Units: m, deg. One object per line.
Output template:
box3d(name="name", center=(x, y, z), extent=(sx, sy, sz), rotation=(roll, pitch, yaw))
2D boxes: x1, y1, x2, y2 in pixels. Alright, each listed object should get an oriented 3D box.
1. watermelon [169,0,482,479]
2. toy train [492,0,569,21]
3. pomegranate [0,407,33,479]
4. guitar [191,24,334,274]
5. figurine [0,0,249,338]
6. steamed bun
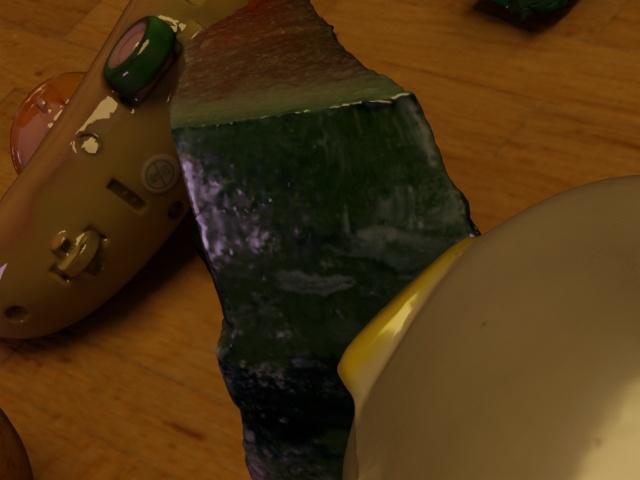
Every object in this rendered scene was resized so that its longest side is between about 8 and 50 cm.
box3d(name="watermelon", center=(-0.012, 0.008, 1.186), extent=(0.151, 0.264, 0.302), rotation=(-20, 28, -9))
box3d(name="toy train", center=(0.161, -0.272, 1.421), extent=(0.203, 0.163, 0.112), rotation=(-39, 38, -14))
box3d(name="pomegranate", center=(-0.285, 0.167, 1.212), extent=(0.215, 0.215, 0.215), rotation=(-17, 41, 15))
box3d(name="guitar", center=(-0.031, -0.081, 1.434), extent=(0.084, 0.038, 0.271), rotation=(-8, 44, 23))
box3d(name="figurine", center=(-0.159, -0.071, 1.417), extent=(0.324, 0.124, 0.222), rotation=(-53, 27, 0))
box3d(name="steamed bun", center=(0.173, 0.137, 0.857), extent=(0.334, 0.334, 0.374), rotation=(-26, 35, 4))
